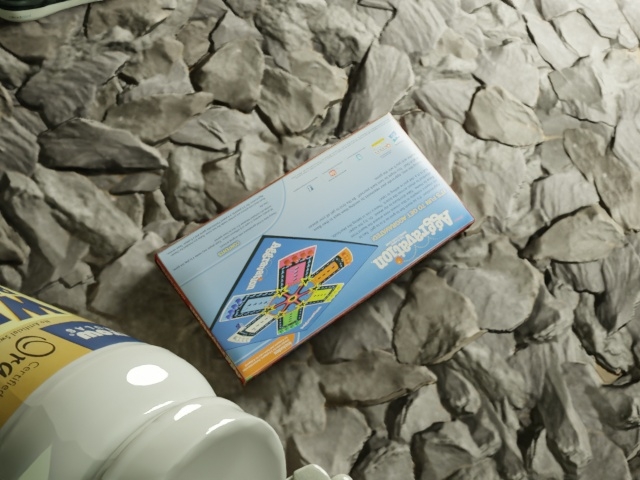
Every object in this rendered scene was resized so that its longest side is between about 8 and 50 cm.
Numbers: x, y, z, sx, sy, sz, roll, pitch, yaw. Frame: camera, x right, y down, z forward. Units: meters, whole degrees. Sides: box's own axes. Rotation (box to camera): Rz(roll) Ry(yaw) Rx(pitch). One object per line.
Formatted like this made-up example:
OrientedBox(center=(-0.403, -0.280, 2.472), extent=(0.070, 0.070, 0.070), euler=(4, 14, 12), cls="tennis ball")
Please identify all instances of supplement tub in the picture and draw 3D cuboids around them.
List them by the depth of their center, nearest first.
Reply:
OrientedBox(center=(-0.205, 0.155, 0.600), extent=(0.316, 0.228, 0.228), euler=(16, 64, 26), cls="supplement tub")

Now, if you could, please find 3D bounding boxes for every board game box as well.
OrientedBox(center=(0.000, 0.000, 0.866), extent=(0.281, 0.027, 0.145), euler=(-33, 77, -21), cls="board game box")

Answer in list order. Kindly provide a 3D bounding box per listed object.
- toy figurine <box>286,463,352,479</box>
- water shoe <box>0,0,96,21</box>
OrientedBox(center=(0.016, 0.292, 0.691), extent=(0.209, 0.148, 0.213), euler=(18, 61, 3), cls="toy figurine")
OrientedBox(center=(-0.236, -0.281, 0.899), extent=(0.203, 0.080, 0.073), euler=(-33, 79, -21), cls="water shoe")
